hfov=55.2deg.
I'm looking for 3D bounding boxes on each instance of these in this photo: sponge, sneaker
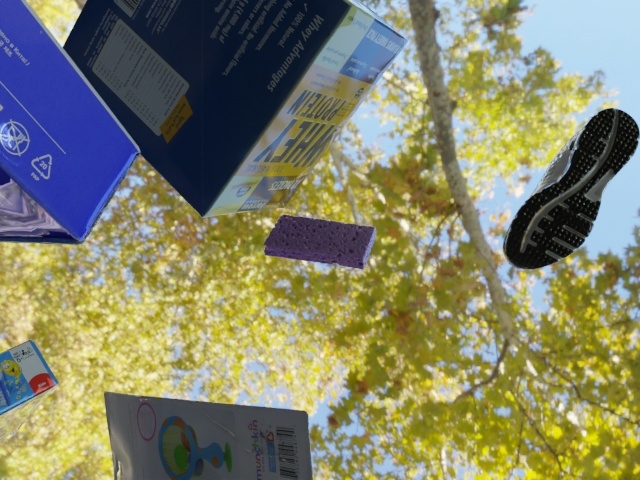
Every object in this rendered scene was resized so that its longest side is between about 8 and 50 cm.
[{"bbox_3d":[0.000,0.000,1.261,0.210,0.031,0.117,8,-142,13],"label":"sponge"},{"bbox_3d":[0.146,-0.026,0.364,0.040,0.044,0.109,39,-94,5],"label":"sneaker"}]

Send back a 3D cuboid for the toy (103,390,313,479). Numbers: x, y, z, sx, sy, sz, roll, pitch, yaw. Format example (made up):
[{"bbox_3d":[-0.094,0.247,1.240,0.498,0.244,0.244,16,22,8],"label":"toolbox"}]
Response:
[{"bbox_3d":[-0.070,0.175,0.425,0.056,0.136,0.237,-2,174,-43],"label":"toy"}]

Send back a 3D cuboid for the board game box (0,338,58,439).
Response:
[{"bbox_3d":[-0.600,0.302,0.942,0.302,0.086,0.308,-27,171,-46],"label":"board game box"}]

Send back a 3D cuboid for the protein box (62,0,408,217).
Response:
[{"bbox_3d":[-0.077,-0.160,0.526,0.201,0.136,0.199,44,-69,14],"label":"protein box"}]

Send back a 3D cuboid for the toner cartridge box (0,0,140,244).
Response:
[{"bbox_3d":[-0.245,-0.132,0.254,0.165,0.347,0.075,3,-127,27],"label":"toner cartridge box"}]
